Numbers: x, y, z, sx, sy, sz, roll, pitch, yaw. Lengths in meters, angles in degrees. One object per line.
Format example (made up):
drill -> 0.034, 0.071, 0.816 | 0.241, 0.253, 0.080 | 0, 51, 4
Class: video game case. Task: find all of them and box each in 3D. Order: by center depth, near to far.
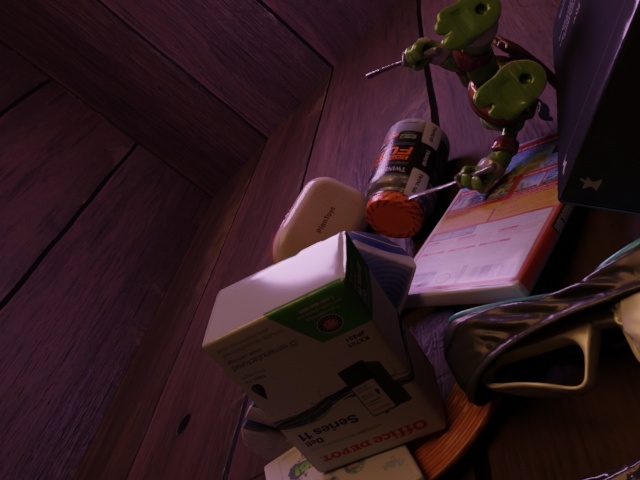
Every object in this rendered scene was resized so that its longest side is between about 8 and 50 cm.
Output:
video game case -> 0.018, 0.244, 0.551 | 0.157, 0.019, 0.143 | -33, 20, -2
video game case -> 0.221, -0.033, 0.652 | 0.285, 0.025, 0.204 | -51, 17, -26

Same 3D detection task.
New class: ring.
ring -> 0.103, 0.158, 0.651 | 0.336, 0.032, 0.336 | -45, 21, 22

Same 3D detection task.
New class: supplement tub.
supplement tub -> 0.143, -0.103, 0.879 | 0.117, 0.117, 0.190 | -30, 30, 47

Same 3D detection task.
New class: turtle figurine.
turtle figurine -> 0.167, -0.163, 0.664 | 0.266, 0.274, 0.198 | 20, -105, -76

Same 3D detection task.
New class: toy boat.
toy boat -> 0.000, 0.000, 1.040 | 0.231, 0.151, 0.151 | -60, -9, -23

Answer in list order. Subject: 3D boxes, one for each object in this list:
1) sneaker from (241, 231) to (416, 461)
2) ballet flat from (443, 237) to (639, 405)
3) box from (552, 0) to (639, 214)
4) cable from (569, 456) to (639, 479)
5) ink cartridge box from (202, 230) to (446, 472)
sneaker -> -0.013, 0.113, 0.705 | 0.315, 0.127, 0.182 | -62, 14, 17
ballet flat -> 0.229, 0.072, 0.429 | 0.280, 0.095, 0.096 | -34, 41, 36
box -> 0.311, -0.236, 0.390 | 0.343, 0.179, 0.312 | 87, -161, -48
cable -> 0.207, 0.194, 0.362 | 0.287, 0.072, 0.139 | -37, 5, 7
ink cartridge box -> 0.011, 0.118, 0.522 | 0.153, 0.208, 0.087 | -27, 27, 17
